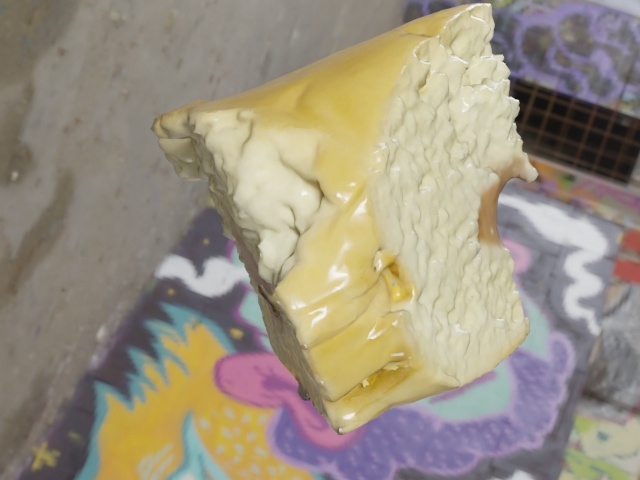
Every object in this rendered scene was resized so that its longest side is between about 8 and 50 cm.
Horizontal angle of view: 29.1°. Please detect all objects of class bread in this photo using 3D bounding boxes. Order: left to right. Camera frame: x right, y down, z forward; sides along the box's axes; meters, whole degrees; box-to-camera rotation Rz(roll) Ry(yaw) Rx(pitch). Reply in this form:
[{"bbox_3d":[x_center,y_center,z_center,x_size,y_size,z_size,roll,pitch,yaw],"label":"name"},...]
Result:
[{"bbox_3d":[-0.011,0.004,0.648,0.211,0.224,0.184,-35,105,-56],"label":"bread"}]
